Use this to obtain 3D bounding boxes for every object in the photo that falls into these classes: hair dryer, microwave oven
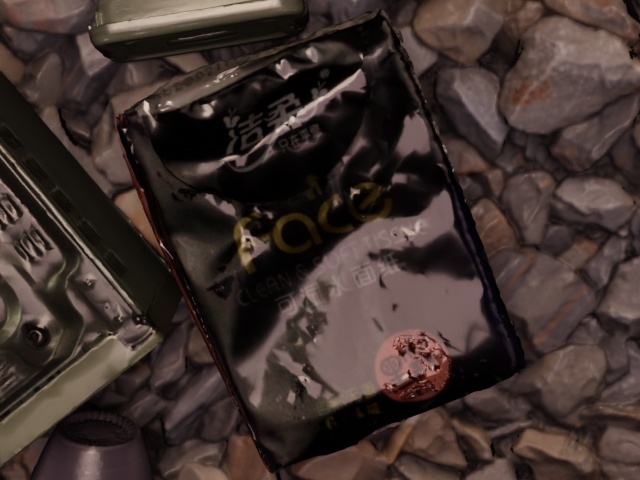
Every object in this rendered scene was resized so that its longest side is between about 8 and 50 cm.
[{"bbox_3d":[-0.082,0.306,1.249,0.361,0.121,0.301,6,108,-6],"label":"hair dryer"},{"bbox_3d":[-0.327,0.072,1.143,0.355,0.218,0.286,-38,99,6],"label":"microwave oven"}]

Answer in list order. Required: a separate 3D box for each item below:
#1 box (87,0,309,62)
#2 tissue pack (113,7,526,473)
[{"bbox_3d":[-0.099,-0.203,1.150,0.172,0.124,0.092,-9,89,0],"label":"box"},{"bbox_3d":[0.000,0.000,1.179,0.245,0.123,0.332,-22,99,1],"label":"tissue pack"}]
